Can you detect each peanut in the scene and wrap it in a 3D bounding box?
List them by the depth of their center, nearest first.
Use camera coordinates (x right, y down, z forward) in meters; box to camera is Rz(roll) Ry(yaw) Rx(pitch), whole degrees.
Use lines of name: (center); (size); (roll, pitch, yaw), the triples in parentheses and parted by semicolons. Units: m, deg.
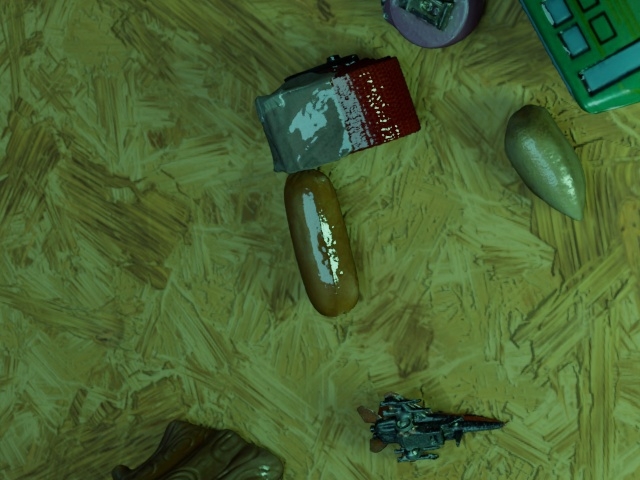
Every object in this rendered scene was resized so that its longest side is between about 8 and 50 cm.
peanut: (0.270, -0.089, 1.790); (0.076, 0.076, 0.152); (-27, 95, 31)

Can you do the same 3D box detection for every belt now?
belt: (0.015, -0.163, 1.872); (0.201, 0.128, 0.124); (-16, 96, 27)

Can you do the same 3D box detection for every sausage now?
sausage: (0.000, 0.000, 1.960); (0.076, 0.076, 0.197); (-9, 99, 29)

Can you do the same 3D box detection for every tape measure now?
tape measure: (0.132, -0.291, 1.805); (0.125, 0.074, 0.118); (27, 116, 21)

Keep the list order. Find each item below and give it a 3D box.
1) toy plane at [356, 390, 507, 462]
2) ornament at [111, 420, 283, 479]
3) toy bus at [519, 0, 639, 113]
toy plane: (0.145, 0.245, 1.959); (0.189, 0.061, 0.130); (1, 128, 25)
ornament: (-0.184, 0.382, 2.080); (0.221, 0.218, 0.235); (-20, 95, 32)
toy bus: (0.307, -0.311, 1.647); (0.199, 0.183, 0.343); (-28, 89, 36)
